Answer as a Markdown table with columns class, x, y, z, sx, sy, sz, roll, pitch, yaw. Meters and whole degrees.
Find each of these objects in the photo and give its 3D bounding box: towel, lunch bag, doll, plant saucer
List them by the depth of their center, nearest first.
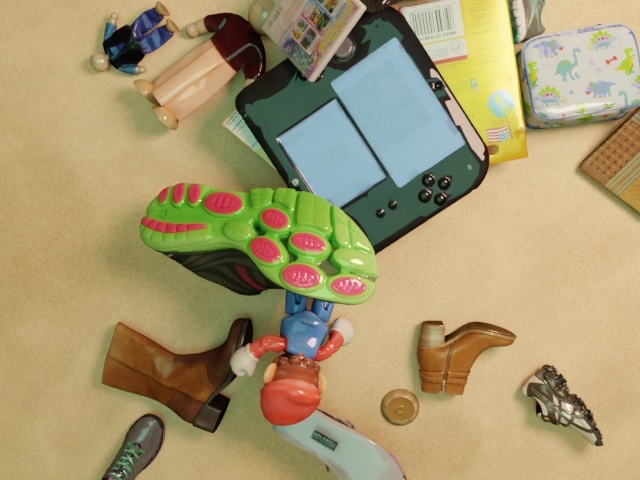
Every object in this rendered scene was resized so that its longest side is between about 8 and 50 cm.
| class | x | y | z | sx | sy | sz | roll | pitch | yaw |
| --- | --- | --- | --- | --- | --- | --- | --- | --- | --- |
| towel | 0.725 | -0.123 | 1.135 | 0.370 | 0.040 | 0.271 | 37 | 125 | -2 |
| lunch bag | 0.483 | -0.308 | 1.137 | 0.218 | 0.090 | 0.176 | -9 | 85 | 2 |
| doll | -0.378 | -0.396 | 1.200 | 0.189 | 0.046 | 0.129 | -30 | 97 | 12 |
| plant saucer | 0.171 | 0.360 | 1.293 | 0.083 | 0.015 | 0.084 | 0 | 98 | 3 |

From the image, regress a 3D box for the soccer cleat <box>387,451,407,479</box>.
| class | x | y | z | sx | sy | sz | roll | pitch | yaw |
| --- | --- | --- | --- | --- | --- | --- | --- | --- | --- |
| soccer cleat | 0.179 | 0.568 | 1.300 | 0.095 | 0.083 | 0.248 | -14 | 89 | -32 |

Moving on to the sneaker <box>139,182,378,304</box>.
| class | x | y | z | sx | sy | sz | roll | pitch | yaw |
| --- | --- | --- | --- | --- | --- | --- | --- | --- | --- |
| sneaker | -0.105 | 0.011 | 1.127 | 0.482 | 0.202 | 0.185 | 16 | 70 | 27 |

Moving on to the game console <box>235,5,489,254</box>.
| class | x | y | z | sx | sy | sz | roll | pitch | yaw |
| --- | --- | --- | --- | --- | --- | --- | --- | --- | --- |
| game console | 0.082 | -0.192 | 1.103 | 0.342 | 0.060 | 0.387 | -34 | 93 | 1 |

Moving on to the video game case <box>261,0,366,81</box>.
| class | x | y | z | sx | sy | sz | roll | pitch | yaw |
| --- | --- | --- | --- | --- | --- | --- | --- | --- | --- |
| video game case | -0.015 | -0.379 | 1.032 | 0.143 | 0.019 | 0.157 | 50 | 123 | 14 |

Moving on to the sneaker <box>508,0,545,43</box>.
| class | x | y | z | sx | sy | sz | roll | pitch | yaw |
| --- | --- | --- | --- | --- | --- | --- | --- | --- | --- |
| sneaker | 0.392 | -0.462 | 1.154 | 0.076 | 0.065 | 0.167 | -7 | 101 | -13 |

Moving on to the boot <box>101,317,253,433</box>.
| class | x | y | z | sx | sy | sz | roll | pitch | yaw |
| --- | --- | --- | --- | --- | --- | --- | --- | --- | --- |
| boot | -0.302 | 0.237 | 1.282 | 0.280 | 0.096 | 0.264 | 24 | 106 | 7 |

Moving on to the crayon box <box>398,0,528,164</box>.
| class | x | y | z | sx | sy | sz | roll | pitch | yaw |
| --- | --- | --- | --- | --- | --- | --- | --- | --- | --- |
| crayon box | 0.271 | -0.298 | 1.164 | 0.202 | 0.081 | 0.319 | -9 | 97 | 4 |

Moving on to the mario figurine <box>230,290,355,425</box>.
| class | x | y | z | sx | sy | sz | roll | pitch | yaw |
| --- | --- | --- | --- | --- | --- | --- | --- | --- | --- |
| mario figurine | -0.053 | 0.206 | 1.213 | 0.198 | 0.170 | 0.321 | 7 | 74 | 24 |

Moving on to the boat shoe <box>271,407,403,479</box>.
| class | x | y | z | sx | sy | sz | roll | pitch | yaw |
| --- | --- | --- | --- | --- | --- | --- | --- | --- | --- |
| boat shoe | 0.035 | 0.428 | 1.259 | 0.306 | 0.105 | 0.113 | 27 | 90 | 7 |

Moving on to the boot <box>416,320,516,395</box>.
| class | x | y | z | sx | sy | sz | roll | pitch | yaw |
| --- | --- | --- | --- | --- | --- | --- | --- | --- | --- |
| boot | 0.298 | 0.246 | 1.245 | 0.197 | 0.073 | 0.153 | 2 | 97 | 15 |

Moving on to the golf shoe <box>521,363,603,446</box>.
| class | x | y | z | sx | sy | sz | roll | pitch | yaw |
| --- | --- | --- | --- | --- | --- | --- | --- | --- | --- |
| golf shoe | 0.500 | 0.354 | 1.254 | 0.094 | 0.077 | 0.198 | -40 | 87 | 18 |

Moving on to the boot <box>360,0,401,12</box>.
| class | x | y | z | sx | sy | sz | roll | pitch | yaw |
| --- | --- | --- | --- | --- | --- | --- | --- | --- | --- |
| boot | 0.106 | -0.551 | 1.111 | 0.260 | 0.347 | 0.131 | 43 | 144 | 32 |

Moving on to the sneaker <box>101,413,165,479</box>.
| class | x | y | z | sx | sy | sz | roll | pitch | yaw |
| --- | --- | --- | --- | --- | --- | --- | --- | --- | --- |
| sneaker | -0.410 | 0.481 | 1.296 | 0.083 | 0.098 | 0.224 | 30 | 98 | -2 |

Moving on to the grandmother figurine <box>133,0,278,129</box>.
| class | x | y | z | sx | sy | sz | roll | pitch | yaw |
| --- | --- | --- | --- | --- | --- | --- | --- | --- | --- |
| grandmother figurine | -0.186 | -0.357 | 1.168 | 0.342 | 0.104 | 0.208 | -38 | 89 | 8 |

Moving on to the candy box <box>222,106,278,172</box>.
| class | x | y | z | sx | sy | sz | roll | pitch | yaw |
| --- | --- | --- | --- | --- | --- | --- | --- | --- | --- |
| candy box | -0.099 | -0.182 | 1.185 | 0.186 | 0.109 | 0.053 | 42 | 96 | -3 |
